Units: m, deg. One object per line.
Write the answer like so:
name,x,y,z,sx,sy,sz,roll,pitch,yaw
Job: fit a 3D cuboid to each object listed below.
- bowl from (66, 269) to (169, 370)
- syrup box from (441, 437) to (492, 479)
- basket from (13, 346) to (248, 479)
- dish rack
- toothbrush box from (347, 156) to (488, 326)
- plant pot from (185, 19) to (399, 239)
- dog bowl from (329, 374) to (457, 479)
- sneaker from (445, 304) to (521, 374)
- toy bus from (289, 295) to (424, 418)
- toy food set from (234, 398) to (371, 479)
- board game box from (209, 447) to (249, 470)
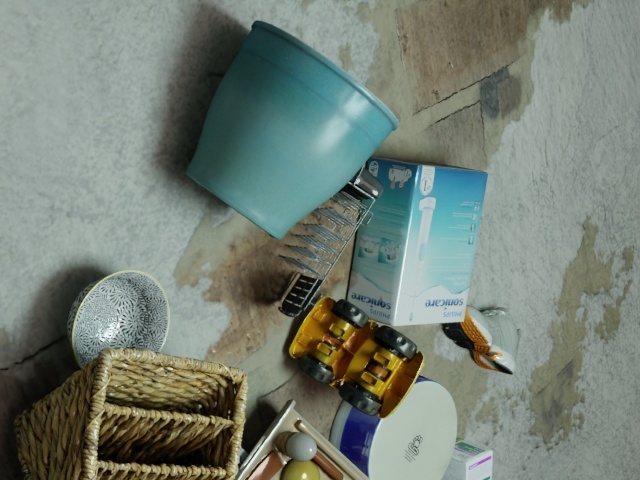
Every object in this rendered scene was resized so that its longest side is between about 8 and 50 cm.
bowl,-0.312,0.119,1.630,0.170,0.080,0.170,-13,109,-43
syrup box,0.298,0.549,2.356,0.096,0.093,0.236,-12,109,-43
basket,-0.244,0.304,1.584,0.299,0.223,0.213,21,41,-50
dish rack,0.000,0.000,1.845,0.074,0.208,0.271,33,85,-9
toothbrush box,0.181,0.002,2.069,0.216,0.126,0.295,0,100,-46
plant pot,-0.064,-0.152,1.697,0.255,0.272,0.272,-54,134,-2
dog bowl,0.144,0.382,2.148,0.265,0.104,0.265,-15,111,-43
sneaker,0.344,0.178,2.318,0.262,0.099,0.121,47,60,-50
toy bus,0.077,0.212,2.000,0.149,0.220,0.211,-58,166,-2
toy food set,-0.016,0.449,1.914,0.306,0.092,0.219,46,67,-23
board game box,-0.192,0.385,1.855,0.136,0.035,0.201,-56,133,-19
